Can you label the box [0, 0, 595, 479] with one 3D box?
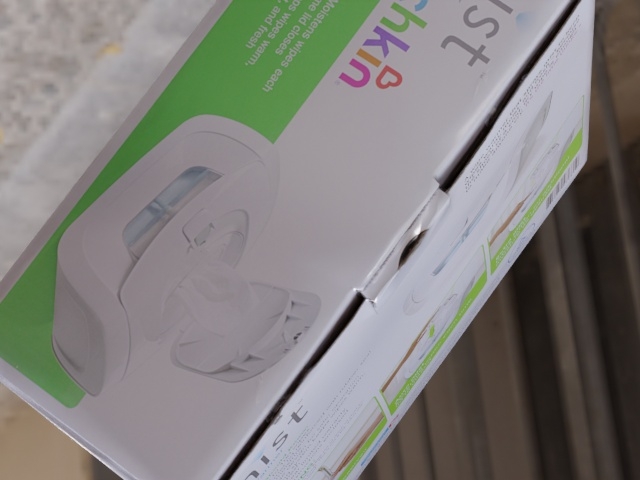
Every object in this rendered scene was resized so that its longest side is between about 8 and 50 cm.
[{"bbox_3d":[0.000,0.000,0.744,0.126,0.262,0.231,35,172,16],"label":"box"}]
